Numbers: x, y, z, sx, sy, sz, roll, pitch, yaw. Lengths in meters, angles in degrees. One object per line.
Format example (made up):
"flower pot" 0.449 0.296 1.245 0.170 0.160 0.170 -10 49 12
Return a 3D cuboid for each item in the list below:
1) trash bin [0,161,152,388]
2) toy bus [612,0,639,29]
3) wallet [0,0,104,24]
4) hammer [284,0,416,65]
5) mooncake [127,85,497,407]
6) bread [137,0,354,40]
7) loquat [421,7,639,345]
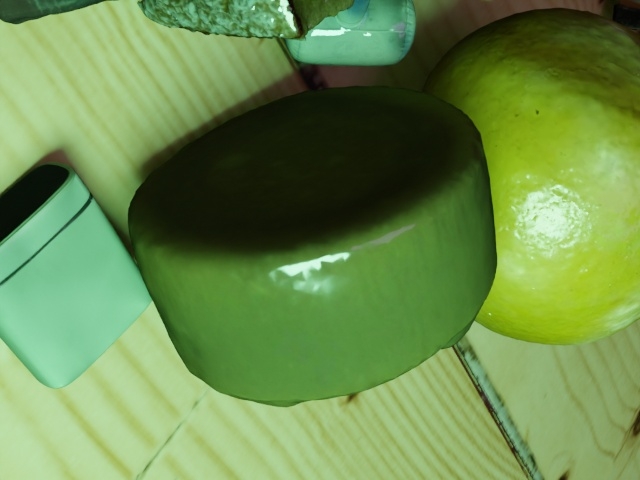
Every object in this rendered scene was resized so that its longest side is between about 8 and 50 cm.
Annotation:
"trash bin" -0.200 0.027 0.784 0.116 0.059 0.130 -46 131 -24
"toy bus" 0.577 -0.358 1.360 0.439 0.209 0.250 -7 105 -45
"wallet" -0.174 -0.261 0.661 0.049 0.181 0.229 -79 154 -58
"hammer" 0.031 -0.201 0.855 0.116 0.194 0.070 1 77 -5
"mooncake" 0.000 0.000 0.824 0.284 0.284 0.156 -38 125 -32
"bread" -0.098 -0.344 0.706 0.113 0.165 0.417 -39 126 -38
"loquat" 0.252 -0.063 1.020 0.328 0.359 0.329 -2 90 -76
